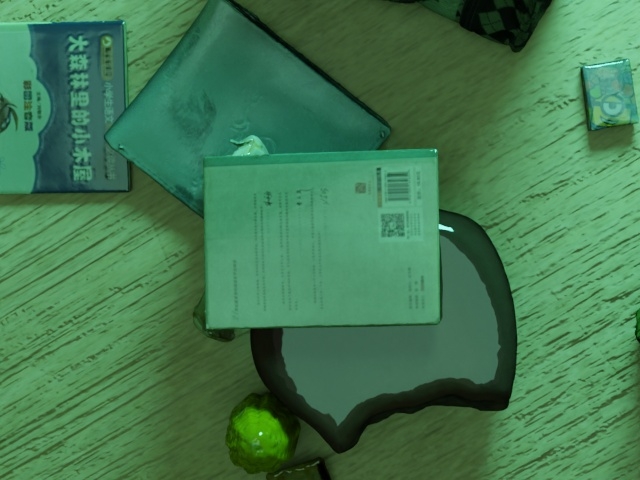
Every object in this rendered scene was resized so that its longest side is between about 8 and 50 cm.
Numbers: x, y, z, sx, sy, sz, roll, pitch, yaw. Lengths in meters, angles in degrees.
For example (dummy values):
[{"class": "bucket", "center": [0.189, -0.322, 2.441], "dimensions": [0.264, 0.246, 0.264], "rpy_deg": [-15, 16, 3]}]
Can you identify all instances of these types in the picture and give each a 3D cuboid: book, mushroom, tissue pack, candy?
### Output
[{"class": "book", "center": [-0.410, -0.174, 1.806], "dimensions": [0.322, 0.018, 0.228], "rpy_deg": [-1, 96, 6]}, {"class": "mushroom", "center": [-0.107, 0.001, 1.723], "dimensions": [0.096, 0.099, 0.278], "rpy_deg": [9, 112, 6]}, {"class": "book", "center": [0.000, 0.000, 1.615], "dimensions": [0.282, 0.025, 0.215], "rpy_deg": [0, 89, 9]}, {"class": "tissue pack", "center": [0.361, -0.182, 1.719], "dimensions": [0.063, 0.035, 0.083], "rpy_deg": [-10, 95, 6]}, {"class": "candy", "center": [-0.073, 0.248, 1.724], "dimensions": [0.094, 0.199, 0.106], "rpy_deg": [15, 88, -1]}]

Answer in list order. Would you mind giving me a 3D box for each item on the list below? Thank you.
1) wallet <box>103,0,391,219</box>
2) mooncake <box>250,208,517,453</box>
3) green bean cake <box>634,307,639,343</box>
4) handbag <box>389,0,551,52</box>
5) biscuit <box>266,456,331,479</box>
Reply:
[{"class": "wallet", "center": [-0.094, -0.137, 1.755], "dimensions": [0.290, 0.054, 0.251], "rpy_deg": [39, 103, -10]}, {"class": "mooncake", "center": [0.093, 0.106, 1.701], "dimensions": [0.334, 0.174, 0.326], "rpy_deg": [41, 95, 3]}, {"class": "green bean cake", "center": [0.536, 0.165, 1.585], "dimensions": [0.218, 0.335, 0.319], "rpy_deg": [-39, 95, 9]}, {"class": "handbag", "center": [0.096, -0.384, 1.587], "dimensions": [0.416, 0.317, 0.180], "rpy_deg": [26, 91, 2]}, {"class": "biscuit", "center": [-0.022, 0.327, 1.802], "dimensions": [0.081, 0.018, 0.083], "rpy_deg": [-19, 117, 7]}]
